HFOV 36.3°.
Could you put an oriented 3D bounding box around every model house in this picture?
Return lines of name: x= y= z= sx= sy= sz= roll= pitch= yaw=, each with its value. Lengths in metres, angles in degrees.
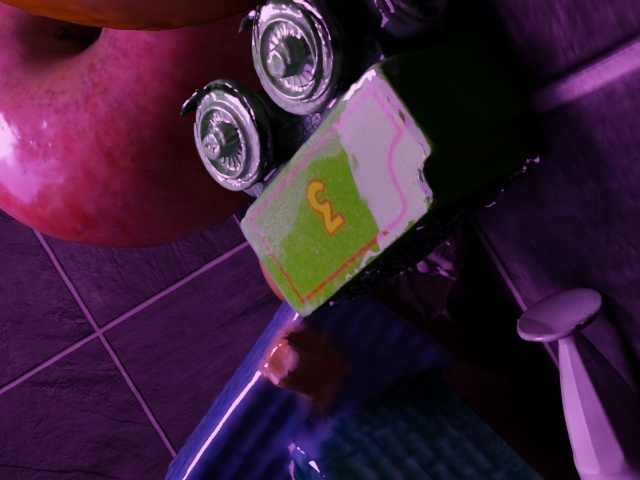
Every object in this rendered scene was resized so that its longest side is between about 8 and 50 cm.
model house: x=0.049 y=0.241 z=0.899 sx=0.382 sy=0.334 sz=0.343 roll=39 pitch=-172 yaw=32

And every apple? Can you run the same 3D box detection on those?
apple: x=-0.155 y=-0.160 z=0.872 sx=0.344 sy=0.345 sz=0.269 roll=56 pitch=-167 yaw=14

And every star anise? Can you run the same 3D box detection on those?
star anise: x=0.063 y=-0.040 z=0.858 sx=0.236 sy=0.093 sz=0.229 roll=64 pitch=171 yaw=-22

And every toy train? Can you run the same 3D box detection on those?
toy train: x=0.022 y=-0.069 z=0.670 sx=0.188 sy=0.132 sz=0.243 roll=56 pitch=141 yaw=9

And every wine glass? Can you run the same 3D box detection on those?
wine glass: x=0.201 y=0.114 z=0.702 sx=0.155 sy=0.073 sz=0.073 roll=65 pitch=170 yaw=-17

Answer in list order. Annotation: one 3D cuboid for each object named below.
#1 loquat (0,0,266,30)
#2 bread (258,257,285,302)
loquat: x=-0.097 y=-0.227 z=0.310 sx=0.328 sy=0.359 sz=0.328 roll=35 pitch=139 yaw=37
bread: x=-0.007 y=0.000 z=1.187 sx=0.158 sy=0.156 sz=0.260 roll=54 pitch=170 yaw=16
